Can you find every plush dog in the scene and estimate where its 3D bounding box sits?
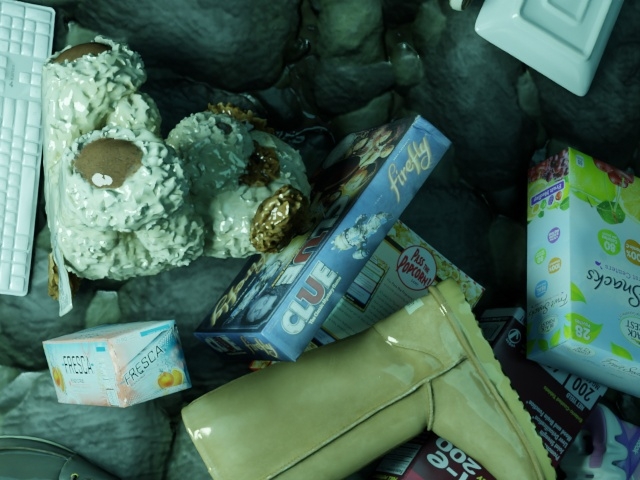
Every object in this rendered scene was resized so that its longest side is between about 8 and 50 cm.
[{"bbox_3d":[-0.118,-0.039,1.430,0.225,0.262,0.210,-2,121,-15],"label":"plush dog"}]

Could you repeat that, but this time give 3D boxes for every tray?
[{"bbox_3d":[0.266,-0.297,1.702,0.145,0.030,0.270,28,76,-20],"label":"tray"}]

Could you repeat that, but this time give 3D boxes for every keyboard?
[{"bbox_3d":[-0.276,-0.082,1.451,0.072,0.014,0.256,7,84,-24],"label":"keyboard"}]

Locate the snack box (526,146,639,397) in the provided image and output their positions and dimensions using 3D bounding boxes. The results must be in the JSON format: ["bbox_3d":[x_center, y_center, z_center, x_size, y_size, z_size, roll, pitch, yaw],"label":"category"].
[{"bbox_3d":[0.285,0.036,1.627,0.174,0.070,0.207,19,60,-29],"label":"snack box"}]

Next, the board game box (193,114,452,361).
[{"bbox_3d":[0.000,0.000,1.490,0.042,0.165,0.243,42,71,-17],"label":"board game box"}]

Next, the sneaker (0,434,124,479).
[{"bbox_3d":[-0.196,0.222,1.411,0.222,0.118,0.083,22,78,-22],"label":"sneaker"}]

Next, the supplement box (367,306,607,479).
[{"bbox_3d":[0.154,0.195,1.599,0.130,0.073,0.239,41,72,-16],"label":"supplement box"}]

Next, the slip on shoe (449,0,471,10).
[{"bbox_3d":[0.141,-0.292,1.641,0.041,0.051,0.135,13,90,16],"label":"slip on shoe"}]

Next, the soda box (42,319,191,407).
[{"bbox_3d":[-0.172,0.102,1.394,0.063,0.183,0.058,-15,94,-26],"label":"soda box"}]

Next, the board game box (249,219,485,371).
[{"bbox_3d":[0.046,0.082,1.571,0.147,0.045,0.193,39,73,-17],"label":"board game box"}]

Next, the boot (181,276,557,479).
[{"bbox_3d":[0.048,0.186,1.492,0.269,0.089,0.236,-29,91,-1],"label":"boot"}]

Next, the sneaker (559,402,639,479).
[{"bbox_3d":[0.290,0.282,1.650,0.105,0.095,0.236,11,81,-31],"label":"sneaker"}]
